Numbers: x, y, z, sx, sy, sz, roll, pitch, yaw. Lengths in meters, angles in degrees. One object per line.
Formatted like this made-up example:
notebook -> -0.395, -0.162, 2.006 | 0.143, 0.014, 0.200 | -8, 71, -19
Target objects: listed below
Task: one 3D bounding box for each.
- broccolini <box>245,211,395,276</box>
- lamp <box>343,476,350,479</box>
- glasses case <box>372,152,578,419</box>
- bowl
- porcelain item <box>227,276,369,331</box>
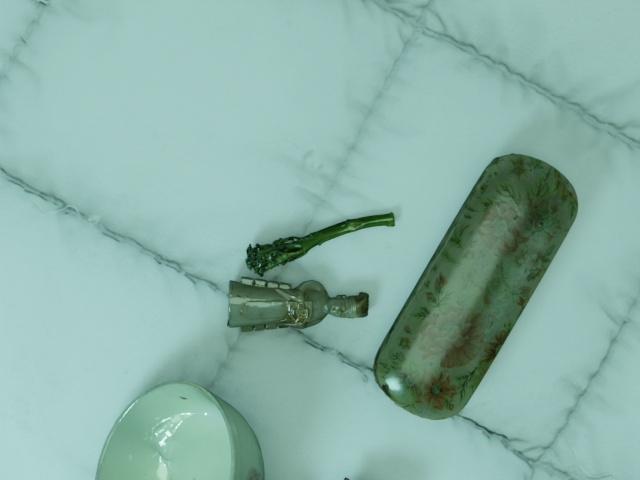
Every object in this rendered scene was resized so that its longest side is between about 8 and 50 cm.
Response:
broccolini -> 0.000, 0.000, 1.798 | 0.239, 0.051, 0.054 | -17, 86, -8
lamp -> 0.030, 0.489, 1.769 | 0.118, 0.118, 0.253 | 26, 89, -2
glasses case -> 0.232, 0.069, 1.774 | 0.156, 0.098, 0.425 | 31, 90, -7
bowl -> -0.185, 0.351, 1.714 | 0.277, 0.145, 0.277 | -15, 63, 32
porcelain item -> -0.033, 0.100, 1.787 | 0.213, 0.054, 0.084 | 2, 110, -2
